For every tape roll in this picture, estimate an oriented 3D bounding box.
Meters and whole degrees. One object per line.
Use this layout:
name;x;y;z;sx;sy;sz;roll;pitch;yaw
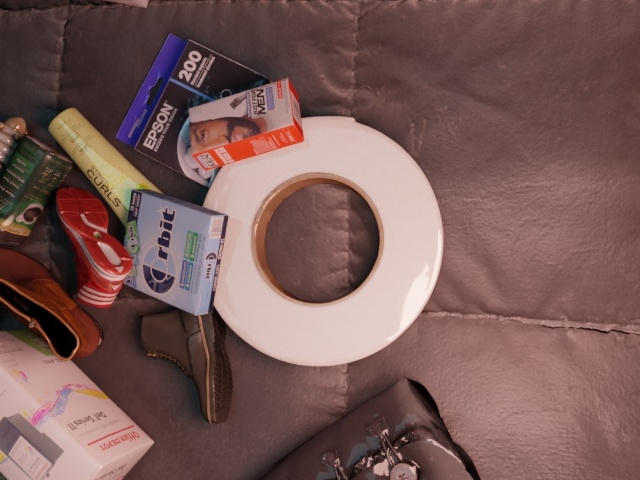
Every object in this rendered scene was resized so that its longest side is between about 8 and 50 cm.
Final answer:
tape roll;0.000;0.000;1.232;0.391;0.072;0.392;-1;85;10

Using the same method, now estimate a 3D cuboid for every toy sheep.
toy sheep;-0.542;-0.153;1.324;0.091;0.091;0.132;33;80;10

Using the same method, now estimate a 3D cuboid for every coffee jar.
coffee jar;-0.497;-0.077;1.306;0.079;0.096;0.184;33;90;13

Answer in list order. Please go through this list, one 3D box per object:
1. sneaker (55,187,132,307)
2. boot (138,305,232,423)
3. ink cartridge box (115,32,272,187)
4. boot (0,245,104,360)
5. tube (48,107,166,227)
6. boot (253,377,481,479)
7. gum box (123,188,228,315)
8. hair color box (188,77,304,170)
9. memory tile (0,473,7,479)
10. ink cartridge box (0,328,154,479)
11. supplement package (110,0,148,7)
sneaker;-0.392;0.021;1.286;0.221;0.087;0.128;54;128;36
boot;-0.219;0.199;1.255;0.137;0.077;0.198;-11;70;13
ink cartridge box;-0.218;-0.219;1.301;0.208;0.045;0.206;27;90;12
boot;-0.450;0.089;1.168;0.096;0.280;0.264;-44;90;-9
tube;-0.351;-0.116;1.307;0.240;0.062;0.070;48;133;3
boot;0.050;0.465;1.157;0.445;0.146;0.367;-32;83;1
gum box;-0.234;0.015;1.232;0.184;0.041;0.157;18;103;35
hair color box;-0.115;-0.178;1.210;0.167;0.053;0.093;-16;61;13
memory tile;-0.578;0.404;1.318;0.147;0.012;0.113;0;85;10
ink cartridge box;-0.396;0.295;1.199;0.353;0.207;0.119;41;94;9
supplement package;-0.364;-0.488;1.246;0.133;0.244;0.139;13;88;10
